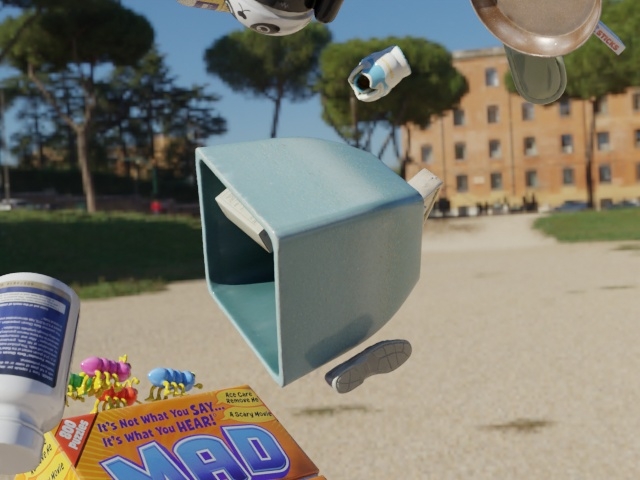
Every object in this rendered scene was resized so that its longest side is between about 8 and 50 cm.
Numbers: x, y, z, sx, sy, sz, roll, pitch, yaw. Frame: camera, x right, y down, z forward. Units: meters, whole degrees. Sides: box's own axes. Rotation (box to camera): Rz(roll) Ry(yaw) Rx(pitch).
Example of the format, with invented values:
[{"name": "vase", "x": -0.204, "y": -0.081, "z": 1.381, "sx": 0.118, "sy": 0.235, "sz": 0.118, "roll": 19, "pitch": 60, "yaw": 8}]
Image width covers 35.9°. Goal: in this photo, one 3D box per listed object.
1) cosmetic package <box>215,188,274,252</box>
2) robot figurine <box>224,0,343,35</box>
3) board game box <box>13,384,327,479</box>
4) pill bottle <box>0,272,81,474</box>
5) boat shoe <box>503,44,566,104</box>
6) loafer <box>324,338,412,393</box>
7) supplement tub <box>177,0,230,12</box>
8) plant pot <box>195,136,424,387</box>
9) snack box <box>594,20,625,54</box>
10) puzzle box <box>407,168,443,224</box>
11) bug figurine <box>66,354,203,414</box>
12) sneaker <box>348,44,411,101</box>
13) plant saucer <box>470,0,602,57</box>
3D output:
[{"name": "cosmetic package", "x": -0.082, "y": -0.037, "z": 1.302, "sx": 0.060, "sy": 0.041, "sz": 0.115, "roll": -39, "pitch": 43, "yaw": -11}, {"name": "robot figurine", "x": -0.056, "y": -0.459, "z": 1.566, "sx": 0.173, "sy": 0.209, "sz": 0.278, "roll": 4, "pitch": -44, "yaw": -26}, {"name": "board game box", "x": -0.193, "y": 0.456, "z": 1.280, "sx": 0.356, "sy": 0.356, "sz": 0.356, "roll": -2, "pitch": 40, "yaw": -51}, {"name": "pill bottle", "x": -0.278, "y": 0.122, "z": 0.907, "sx": 0.094, "sy": 0.169, "sz": 0.094, "roll": 0, "pitch": -37, "yaw": 0}, {"name": "boat shoe", "x": 0.357, "y": -0.410, "z": 1.694, "sx": 0.127, "sy": 0.340, "sz": 0.113, "roll": -14, "pitch": 21, "yaw": 21}, {"name": "loafer", "x": 0.062, "y": 0.160, "z": 1.309, "sx": 0.125, "sy": 0.045, "sz": 0.039, "roll": -25, "pitch": 22, "yaw": -24}, {"name": "supplement tub", "x": -0.195, "y": -0.617, "z": 2.147, "sx": 0.331, "sy": 0.241, "sz": 0.241, "roll": 5, "pitch": -2, "yaw": -17}, {"name": "plant pot", "x": 0.000, "y": 0.000, "z": 1.341, "sx": 0.252, "sy": 0.248, "sz": 0.247, "roll": -18, "pitch": 38, "yaw": -22}, {"name": "snack box", "x": 0.473, "y": -0.403, "z": 1.770, "sx": 0.178, "sy": 0.022, "sz": 0.064, "roll": 37, "pitch": 25, "yaw": -15}, {"name": "puzzle box", "x": 0.074, "y": 0.055, "z": 1.923, "sx": 0.409, "sy": 0.052, "sz": 0.272, "roll": -40, "pitch": -20, "yaw": -36}, {"name": "bug figurine", "x": -0.352, "y": 0.251, "z": 1.725, "sx": 0.216, "sy": 0.072, "sz": 0.279, "roll": 18, "pitch": -26, "yaw": -39}, {"name": "sneaker", "x": 0.096, "y": -0.319, "z": 1.939, "sx": 0.092, "sy": 0.087, "sz": 0.228, "roll": -31, "pitch": 2, "yaw": -13}, {"name": "plant saucer", "x": 0.240, "y": -0.284, "z": 1.099, "sx": 0.168, "sy": 0.168, "sz": 0.029, "roll": -2, "pitch": 34, "yaw": 47}]
